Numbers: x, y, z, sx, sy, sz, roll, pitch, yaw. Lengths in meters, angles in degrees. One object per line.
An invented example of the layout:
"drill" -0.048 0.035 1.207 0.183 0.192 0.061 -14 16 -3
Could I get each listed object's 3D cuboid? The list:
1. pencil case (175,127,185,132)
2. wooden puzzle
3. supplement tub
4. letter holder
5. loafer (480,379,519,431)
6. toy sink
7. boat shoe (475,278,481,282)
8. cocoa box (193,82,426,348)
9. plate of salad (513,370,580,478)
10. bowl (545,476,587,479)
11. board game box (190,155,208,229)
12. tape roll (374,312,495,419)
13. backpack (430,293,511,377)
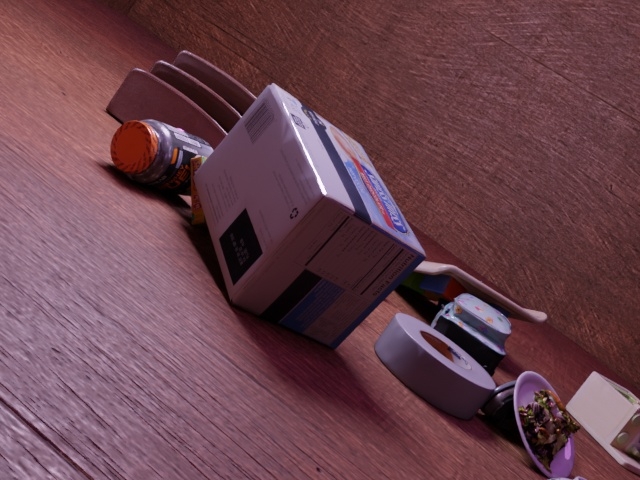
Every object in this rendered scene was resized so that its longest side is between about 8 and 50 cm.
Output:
"pencil case" -0.226 -0.135 1.796 0.236 0.104 0.104 30 11 -20
"wooden puzzle" 0.335 0.138 2.212 0.348 0.080 0.322 25 -8 -25
"supplement tub" -0.286 -0.151 1.618 0.117 0.117 0.190 40 12 26
"letter holder" -0.280 -0.284 1.976 0.302 0.214 0.152 38 10 16
"loafer" 0.398 0.324 1.686 0.267 0.096 0.084 17 30 -51
"toy sink" 0.733 0.441 2.128 0.153 0.131 0.234 29 12 -29
"boat shoe" 0.353 0.140 2.465 0.258 0.109 0.089 16 22 -13
"cocoa box" -0.029 -0.042 1.455 0.228 0.231 0.347 29 23 -35
"plate of salad" 0.410 0.328 1.591 0.200 0.048 0.200 30 48 -39
"bowl" 0.385 0.404 1.314 0.170 0.080 0.170 34 11 -7
"board game box" -0.155 -0.067 1.681 0.039 0.124 0.259 -9 -14 26
"tape roll" 0.204 0.223 1.592 0.219 0.072 0.219 35 10 -7
"backpack" 0.318 0.198 1.893 0.166 0.144 0.188 30 6 6
